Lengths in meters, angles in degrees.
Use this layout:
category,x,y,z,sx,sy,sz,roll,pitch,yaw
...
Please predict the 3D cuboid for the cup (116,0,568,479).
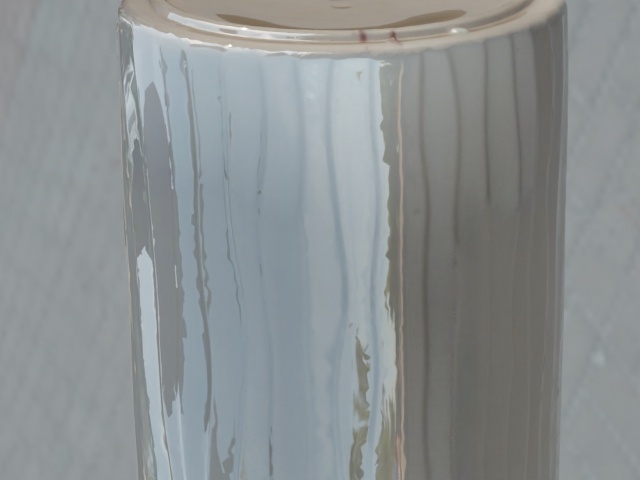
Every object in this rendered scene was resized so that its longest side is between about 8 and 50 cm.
category,x,y,z,sx,sy,sz,roll,pitch,yaw
cup,0.018,0.002,0.913,0.288,0.208,0.273,-57,-31,-64
